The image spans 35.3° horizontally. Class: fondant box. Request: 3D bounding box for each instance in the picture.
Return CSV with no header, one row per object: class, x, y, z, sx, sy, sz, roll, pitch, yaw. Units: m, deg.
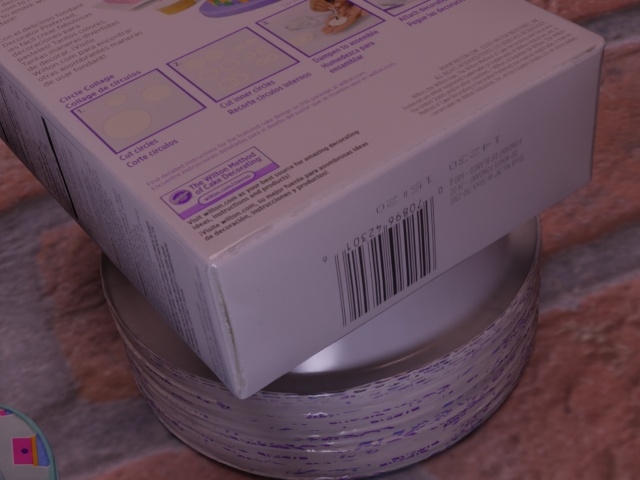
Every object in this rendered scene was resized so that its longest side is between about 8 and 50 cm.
fondant box,-0.043,-0.091,0.583,0.238,0.096,0.330,-30,47,-22

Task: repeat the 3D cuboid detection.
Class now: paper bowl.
paper bowl,0.000,0.000,0.657,0.284,0.148,0.284,-5,42,5

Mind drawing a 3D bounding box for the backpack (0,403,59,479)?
backpack,-0.179,0.153,0.414,0.166,0.144,0.188,-9,38,-8
